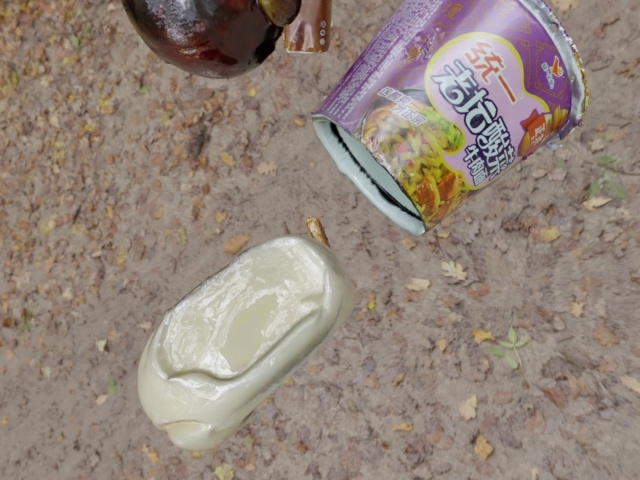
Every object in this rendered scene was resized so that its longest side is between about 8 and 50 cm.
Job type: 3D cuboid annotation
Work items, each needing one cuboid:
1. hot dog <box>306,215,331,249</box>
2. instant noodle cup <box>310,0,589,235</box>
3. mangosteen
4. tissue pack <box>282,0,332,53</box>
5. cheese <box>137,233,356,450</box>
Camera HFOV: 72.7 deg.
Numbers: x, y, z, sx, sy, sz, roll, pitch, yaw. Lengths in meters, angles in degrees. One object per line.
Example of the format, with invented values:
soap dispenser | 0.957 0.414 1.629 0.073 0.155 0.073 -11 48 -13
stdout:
hot dog | 0.002 0.000 1.114 0.038 0.144 0.062 -25 34 -4
instant noodle cup | 0.165 -0.181 0.658 0.266 0.340 0.340 -44 68 -2
mangosteen | -0.086 -0.212 0.363 0.152 0.152 0.153 -3 82 23
tissue pack | -0.021 -0.454 0.758 0.091 0.183 0.226 4 120 -3
cheese | -0.074 0.112 0.495 0.266 0.233 0.127 -40 75 -23
